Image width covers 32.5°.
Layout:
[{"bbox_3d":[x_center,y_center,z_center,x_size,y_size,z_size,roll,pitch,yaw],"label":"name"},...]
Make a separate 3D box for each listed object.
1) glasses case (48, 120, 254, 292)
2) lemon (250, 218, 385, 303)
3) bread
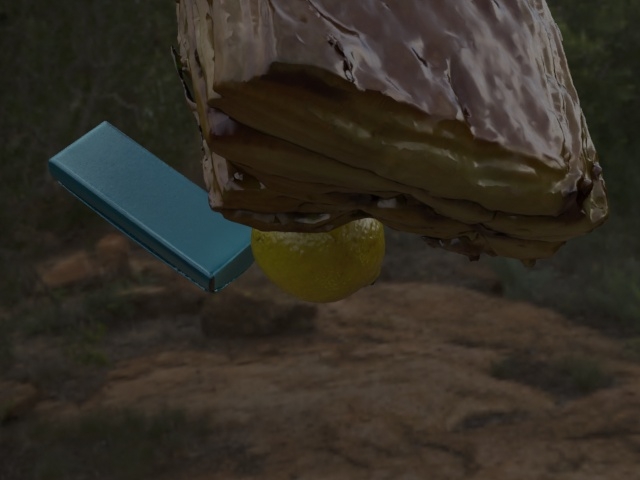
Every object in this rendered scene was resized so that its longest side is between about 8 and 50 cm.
[{"bbox_3d":[-0.233,-0.043,1.536,0.301,0.070,0.117,36,52,16],"label":"glasses case"},{"bbox_3d":[0.000,0.000,0.945,0.109,0.133,0.109,-44,22,24],"label":"lemon"},{"bbox_3d":[0.026,-0.125,0.752,0.324,0.277,0.167,14,-36,-36],"label":"bread"}]
